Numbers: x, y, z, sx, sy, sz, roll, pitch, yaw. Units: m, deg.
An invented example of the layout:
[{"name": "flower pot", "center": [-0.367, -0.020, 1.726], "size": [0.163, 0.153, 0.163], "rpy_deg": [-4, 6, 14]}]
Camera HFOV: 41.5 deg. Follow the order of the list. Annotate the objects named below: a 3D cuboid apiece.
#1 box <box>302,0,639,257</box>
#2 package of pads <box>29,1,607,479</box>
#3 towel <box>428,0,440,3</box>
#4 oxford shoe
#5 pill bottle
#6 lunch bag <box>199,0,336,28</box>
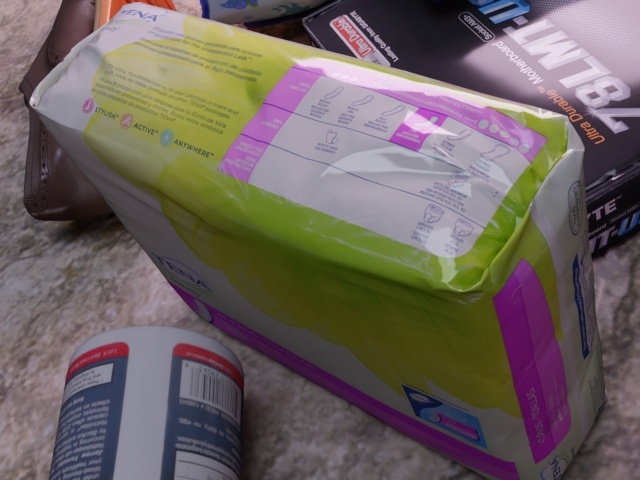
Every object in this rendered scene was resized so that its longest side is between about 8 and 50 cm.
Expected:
[{"name": "box", "center": [0.174, -0.137, 0.609], "size": [0.293, 0.073, 0.295], "rpy_deg": [-28, 48, -2]}, {"name": "package of pads", "center": [0.000, 0.000, 0.465], "size": [0.297, 0.229, 0.101], "rpy_deg": [23, 65, 34]}, {"name": "towel", "center": [0.175, -0.319, 0.659], "size": [0.308, 0.076, 0.227], "rpy_deg": [-25, 46, 1]}, {"name": "oxford shoe", "center": [-0.206, -0.173, 0.750], "size": [0.133, 0.130, 0.363], "rpy_deg": [-21, 49, 13]}, {"name": "pill bottle", "center": [-0.098, 0.148, 0.469], "size": [0.108, 0.108, 0.180], "rpy_deg": [-12, 51, 13]}, {"name": "lunch bag", "center": [-0.030, -0.244, 0.749], "size": [0.129, 0.096, 0.151], "rpy_deg": [-7, 18, 19]}]
